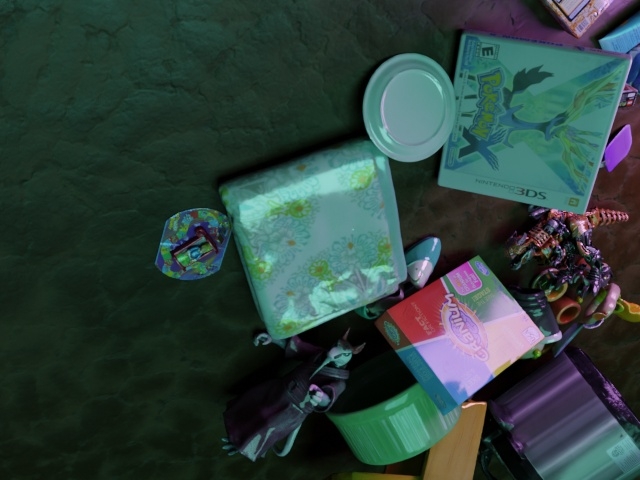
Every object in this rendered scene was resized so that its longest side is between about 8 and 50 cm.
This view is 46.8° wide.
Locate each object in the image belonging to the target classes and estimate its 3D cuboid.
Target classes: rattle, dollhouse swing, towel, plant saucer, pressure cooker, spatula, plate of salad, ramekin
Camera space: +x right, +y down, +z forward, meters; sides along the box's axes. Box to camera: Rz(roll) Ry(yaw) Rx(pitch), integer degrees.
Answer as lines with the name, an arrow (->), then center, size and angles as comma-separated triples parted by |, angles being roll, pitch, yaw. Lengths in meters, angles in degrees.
rattle -> 0.733, 0.198, 1.840 | 0.130, 0.200, 0.142 | -40, 90, 17
dollhouse swing -> 0.181, 0.520, 1.841 | 0.305, 0.315, 0.347 | 21, 151, -3
towel -> 0.000, 0.000, 1.456 | 0.321, 0.090, 0.374 | -22, 124, -12
plant saucer -> 0.645, 0.257, 1.939 | 0.119, 0.021, 0.119 | -40, 157, -21
pressure cooker -> 0.630, 0.535, 1.979 | 0.420, 0.369, 0.375 | -40, 160, 10
spatula -> 0.590, -0.152, 1.678 | 0.296, 0.030, 0.084 | -33, 134, 1
plate of salad -> 0.164, -0.247, 1.378 | 0.200, 0.048, 0.199 | -4, 101, -23
ramekin -> 0.170, 0.371, 1.674 | 0.304, 0.303, 0.148 | -28, 98, -4

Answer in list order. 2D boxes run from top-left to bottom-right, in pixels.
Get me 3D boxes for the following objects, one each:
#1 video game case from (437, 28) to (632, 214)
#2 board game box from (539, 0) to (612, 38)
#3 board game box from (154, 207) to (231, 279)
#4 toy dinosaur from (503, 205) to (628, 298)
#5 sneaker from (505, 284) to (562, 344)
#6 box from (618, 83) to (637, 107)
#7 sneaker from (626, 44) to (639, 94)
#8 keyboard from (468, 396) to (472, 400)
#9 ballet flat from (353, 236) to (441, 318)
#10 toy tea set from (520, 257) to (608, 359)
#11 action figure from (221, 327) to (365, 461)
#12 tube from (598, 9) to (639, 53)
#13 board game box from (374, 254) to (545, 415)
video game case -> 0.393, -0.220, 1.413 | 0.300, 0.036, 0.328 | 13, 127, 13
board game box -> 0.469, -0.487, 1.357 | 0.193, 0.045, 0.146 | 30, 108, -38
board game box -> -0.238, 0.017, 1.413 | 0.133, 0.033, 0.168 | 5, 122, -28
toy dinosaur -> 0.583, 0.008, 1.717 | 0.322, 0.164, 0.218 | -18, 101, 5
sneaker -> 0.427, 0.188, 1.813 | 0.296, 0.104, 0.146 | -10, 93, 18
box -> 0.510, -0.295, 1.477 | 0.207, 0.114, 0.036 | -11, 128, -17
sneaker -> 0.789, -0.330, 1.559 | 0.330, 0.147, 0.129 | -6, 127, -25
keyboard -> 0.411, 0.351, 1.985 | 0.072, 0.014, 0.256 | -3, 126, -24
ballet flat -> 0.181, 0.093, 1.632 | 0.247, 0.087, 0.083 | -37, 130, 4
toy tea set -> 0.606, 0.187, 1.879 | 0.200, 0.124, 0.336 | 12, 119, -32
action figure -> -0.037, 0.341, 1.612 | 0.370, 0.248, 0.276 | -39, 132, 9
tube -> 0.657, -0.441, 1.482 | 0.207, 0.052, 0.080 | -38, 132, 12
board game box -> 0.306, 0.195, 1.599 | 0.317, 0.242, 0.064 | -26, 162, -36
